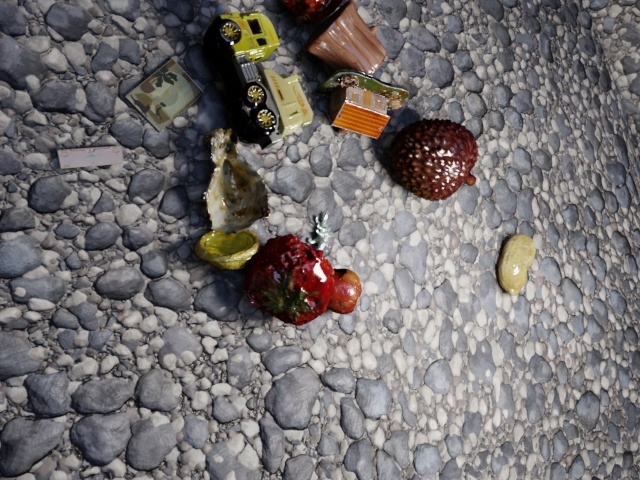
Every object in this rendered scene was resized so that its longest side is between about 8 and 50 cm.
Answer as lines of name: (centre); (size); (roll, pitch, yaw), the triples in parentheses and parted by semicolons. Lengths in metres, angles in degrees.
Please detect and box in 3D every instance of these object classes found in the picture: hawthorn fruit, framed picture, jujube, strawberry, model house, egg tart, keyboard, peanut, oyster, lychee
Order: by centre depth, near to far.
keyboard: (-0.623, -0.228, 1.523); (0.166, 0.017, 0.055); (-11, 92, -32)
egg tart: (-0.268, 0.026, 1.622); (0.191, 0.191, 0.074); (-19, 129, -32)
oyster: (-0.274, -0.181, 1.656); (0.198, 0.133, 0.336); (-16, 83, -20)
framed picture: (-0.457, -0.431, 1.661); (0.136, 0.010, 0.201); (47, 62, -15)
strawberry: (-0.085, 0.101, 1.672); (0.274, 0.274, 0.220); (45, 24, -16)
hawthorn fruit: (0.046, 0.156, 1.789); (0.172, 0.148, 0.148); (13, 74, -8)
jujube: (-0.021, -0.857, 1.893); (0.213, 0.213, 0.232); (44, 66, -17)
model house: (0.143, -0.448, 1.912); (0.294, 0.207, 0.153); (10, 80, -29)
lychee: (0.409, -0.289, 2.001); (0.331, 0.306, 0.306); (31, 64, 8)
peanut: (0.785, 0.096, 2.249); (0.137, 0.122, 0.253); (37, 67, -31)

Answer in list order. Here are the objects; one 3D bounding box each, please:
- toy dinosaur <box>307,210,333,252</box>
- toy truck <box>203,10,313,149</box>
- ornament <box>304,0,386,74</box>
toy dinosaur: (0.001, 0.000, 1.843); (0.082, 0.039, 0.208); (29, 68, -25)
toy truck: (-0.191, -0.496, 1.734); (0.254, 0.181, 0.404); (-25, 95, -30)
ornament: (0.088, -0.655, 1.915); (0.218, 0.221, 0.235); (43, 75, -21)
